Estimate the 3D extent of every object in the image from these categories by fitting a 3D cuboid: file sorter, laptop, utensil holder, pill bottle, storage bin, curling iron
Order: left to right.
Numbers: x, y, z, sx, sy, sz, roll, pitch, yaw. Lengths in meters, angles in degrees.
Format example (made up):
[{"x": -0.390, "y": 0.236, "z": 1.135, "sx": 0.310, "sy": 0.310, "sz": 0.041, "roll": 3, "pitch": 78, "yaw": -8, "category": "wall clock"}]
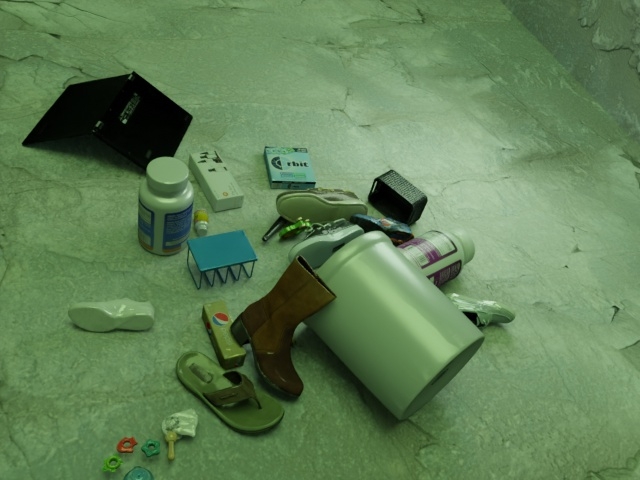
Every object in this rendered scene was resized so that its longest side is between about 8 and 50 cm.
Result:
[{"x": -0.713, "y": -0.383, "z": 2.181, "sx": 0.408, "sy": 0.236, "sz": 0.382, "roll": 36, "pitch": 40, "yaw": -23, "category": "laptop"}, {"x": -0.439, "y": -0.099, "z": 1.801, "sx": 0.152, "sy": 0.272, "sz": 0.152, "roll": 9, "pitch": 45, "yaw": -9, "category": "pill bottle"}, {"x": -0.365, "y": -0.056, "z": 1.946, "sx": 0.043, "sy": 0.043, "sz": 0.083, "roll": 1, "pitch": 46, "yaw": -17, "category": "pill bottle"}, {"x": -0.286, "y": 0.059, "z": 1.813, "sx": 0.170, "sy": 0.104, "sz": 0.118, "roll": -11, "pitch": 51, "yaw": -27, "category": "file sorter"}, {"x": -0.128, "y": -0.078, "z": 2.048, "sx": 0.068, "sy": 0.035, "sz": 0.274, "roll": 19, "pitch": 43, "yaw": 8, "category": "curling iron"}, {"x": 0.181, "y": 0.221, "z": 1.651, "sx": 0.328, "sy": 0.327, "sz": 0.385, "roll": -27, "pitch": 62, "yaw": -36, "category": "utensil holder"}, {"x": 0.263, "y": -0.141, "z": 2.169, "sx": 0.084, "sy": 0.122, "sz": 0.180, "roll": -30, "pitch": 61, "yaw": -37, "category": "storage bin"}, {"x": 0.335, "y": 0.064, "z": 1.957, "sx": 0.301, "sy": 0.169, "sz": 0.169, "roll": -23, "pitch": 57, "yaw": -34, "category": "pill bottle"}]

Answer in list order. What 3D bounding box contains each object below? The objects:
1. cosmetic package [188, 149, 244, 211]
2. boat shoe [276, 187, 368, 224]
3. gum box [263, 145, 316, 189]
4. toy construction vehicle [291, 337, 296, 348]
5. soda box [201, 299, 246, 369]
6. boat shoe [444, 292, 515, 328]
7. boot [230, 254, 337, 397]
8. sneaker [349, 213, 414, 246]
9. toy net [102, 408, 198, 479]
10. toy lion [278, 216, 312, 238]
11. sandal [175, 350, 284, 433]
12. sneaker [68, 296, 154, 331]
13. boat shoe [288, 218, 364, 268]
[{"x": -0.345, "y": -0.200, "z": 2.083, "sx": 0.099, "sy": 0.060, "sz": 0.239, "roll": -15, "pitch": 53, "yaw": -28, "category": "cosmetic package"}, {"x": -0.003, "y": -0.120, "z": 2.067, "sx": 0.324, "sy": 0.116, "sz": 0.096, "roll": 2, "pitch": 36, "yaw": -26, "category": "boat shoe"}, {"x": -0.110, "y": -0.255, "z": 2.224, "sx": 0.157, "sy": 0.041, "sz": 0.184, "roll": 0, "pitch": 48, "yaw": -17, "category": "gum box"}, {"x": -0.122, "y": 0.273, "z": 1.703, "sx": 0.098, "sy": 0.035, "sz": 0.086, "roll": 26, "pitch": 45, "yaw": 9, "category": "toy construction vehicle"}, {"x": -0.257, "y": 0.248, "z": 1.669, "sx": 0.061, "sy": 0.058, "sz": 0.181, "roll": -10, "pitch": 50, "yaw": -26, "category": "soda box"}, {"x": 0.473, "y": 0.226, "z": 1.914, "sx": 0.227, "sy": 0.079, "sz": 0.081, "roll": 13, "pitch": 53, "yaw": 2, "category": "boat shoe"}, {"x": -0.058, "y": 0.220, "z": 1.590, "sx": 0.264, "sy": 0.280, "sz": 0.096, "roll": 53, "pitch": 19, "yaw": 19, "category": "boot"}, {"x": 0.200, "y": -0.040, "z": 2.094, "sx": 0.221, "sy": 0.083, "sz": 0.087, "roll": 18, "pitch": 31, "yaw": -8, "category": "sneaker"}, {"x": -0.374, "y": 0.464, "z": 1.433, "sx": 0.122, "sy": 0.045, "sz": 0.232, "roll": 30, "pitch": 44, "yaw": 15, "category": "toy net"}, {"x": -0.082, "y": -0.033, "z": 1.990, "sx": 0.034, "sy": 0.096, "sz": 0.100, "roll": 61, "pitch": 17, "yaw": 13, "category": "toy lion"}, {"x": -0.228, "y": 0.363, "z": 1.543, "sx": 0.303, "sy": 0.086, "sz": 0.120, "roll": 29, "pitch": 45, "yaw": 12, "category": "sandal"}, {"x": -0.541, "y": 0.182, "z": 1.647, "sx": 0.212, "sy": 0.080, "sz": 0.094, "roll": 8, "pitch": 33, "yaw": -19, "category": "sneaker"}, {"x": 0.001, "y": -0.004, "z": 1.962, "sx": 0.306, "sy": 0.113, "sz": 0.105, "roll": -25, "pitch": 51, "yaw": -38, "category": "boat shoe"}]
